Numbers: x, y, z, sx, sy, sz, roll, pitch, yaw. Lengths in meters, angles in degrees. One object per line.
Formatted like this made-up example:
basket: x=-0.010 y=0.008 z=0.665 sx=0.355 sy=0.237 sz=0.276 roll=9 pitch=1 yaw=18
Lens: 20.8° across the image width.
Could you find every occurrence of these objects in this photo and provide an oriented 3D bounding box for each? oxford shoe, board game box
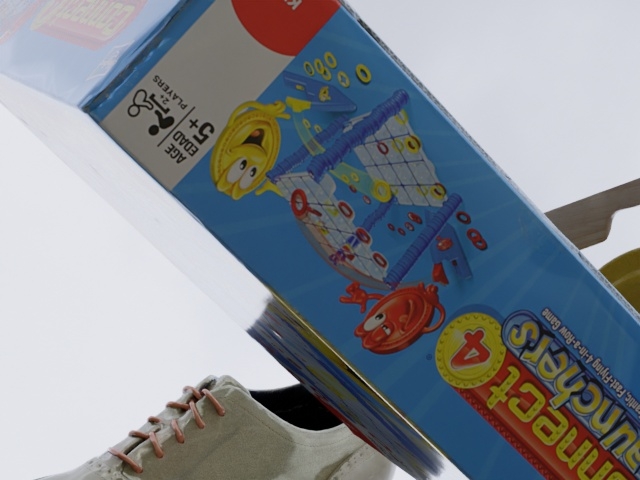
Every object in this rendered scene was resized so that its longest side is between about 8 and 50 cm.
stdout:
oxford shoe: x=-0.113 y=0.163 z=1.240 sx=0.140 sy=0.397 sz=0.146 roll=29 pitch=-63 yaw=46
board game box: x=0.000 y=0.000 z=0.729 sx=0.302 sy=0.308 sz=0.086 roll=44 pitch=-97 yaw=-22

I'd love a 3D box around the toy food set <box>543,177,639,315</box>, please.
toy food set: x=0.190 y=0.069 z=0.864 sx=0.128 sy=0.071 sz=0.218 roll=-30 pitch=-107 yaw=35
